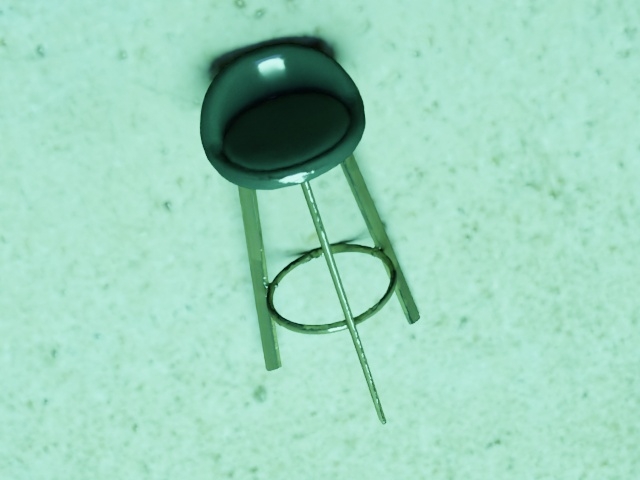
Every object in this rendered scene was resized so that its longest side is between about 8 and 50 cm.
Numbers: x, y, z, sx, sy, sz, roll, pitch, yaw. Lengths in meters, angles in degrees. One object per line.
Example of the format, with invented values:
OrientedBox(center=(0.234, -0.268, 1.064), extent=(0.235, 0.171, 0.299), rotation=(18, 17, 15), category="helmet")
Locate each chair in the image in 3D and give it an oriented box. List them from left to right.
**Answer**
OrientedBox(center=(0.000, -0.001, 1.095), extent=(0.104, 0.095, 0.221), rotation=(-21, 122, -6), category="chair")
